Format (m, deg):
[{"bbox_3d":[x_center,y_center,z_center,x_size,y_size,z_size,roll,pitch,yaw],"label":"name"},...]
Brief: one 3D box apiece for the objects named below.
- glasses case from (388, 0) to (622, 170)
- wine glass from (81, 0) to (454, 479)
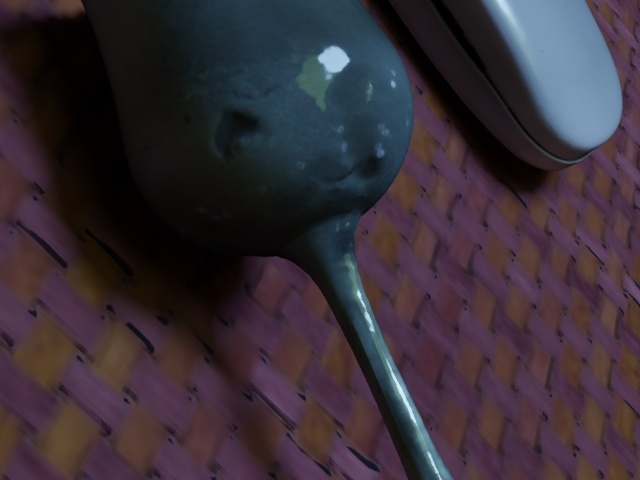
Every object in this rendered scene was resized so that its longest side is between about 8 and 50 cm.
[{"bbox_3d":[0.052,-0.116,0.556,0.197,0.049,0.076,55,38,-4],"label":"glasses case"},{"bbox_3d":[0.000,0.000,0.369,0.079,0.079,0.195,-9,71,-54],"label":"wine glass"}]
